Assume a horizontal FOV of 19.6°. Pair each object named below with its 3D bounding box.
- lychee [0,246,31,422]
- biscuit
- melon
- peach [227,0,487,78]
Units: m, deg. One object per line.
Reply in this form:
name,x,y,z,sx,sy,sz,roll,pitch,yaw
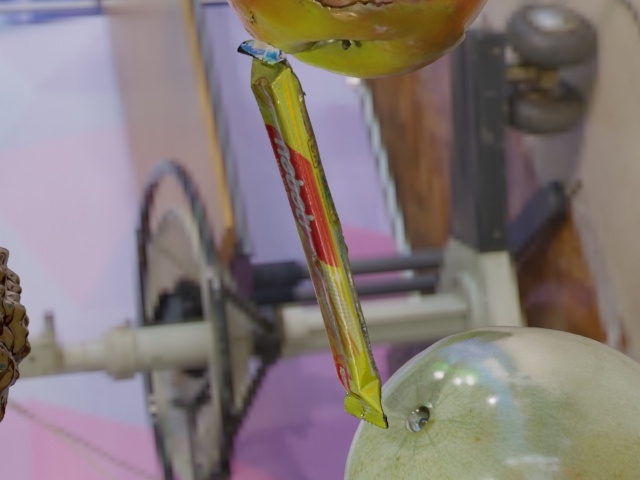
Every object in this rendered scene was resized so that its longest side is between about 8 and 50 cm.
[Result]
lychee,-0.311,0.046,1.069,0.271,0.271,0.271,175,90,-72
biscuit,0.000,0.000,1.242,0.048,0.026,0.292,29,141,56
melon,0.172,0.206,1.396,0.268,0.330,0.268,-28,41,28
peach,0.042,-0.369,2.041,0.370,0.370,0.370,175,90,-72
